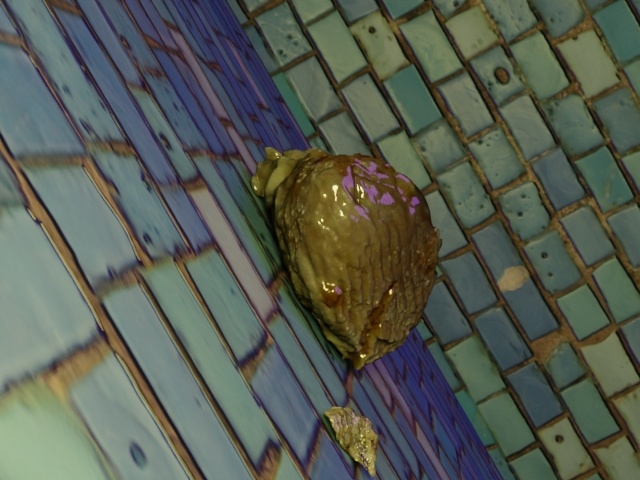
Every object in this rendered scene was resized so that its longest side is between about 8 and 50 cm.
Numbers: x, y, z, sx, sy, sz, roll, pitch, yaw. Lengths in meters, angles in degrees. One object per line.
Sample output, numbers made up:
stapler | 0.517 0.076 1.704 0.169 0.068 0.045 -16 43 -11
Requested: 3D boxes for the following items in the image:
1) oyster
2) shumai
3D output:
oyster | 0.040 0.216 1.026 0.081 0.038 0.083 65 7 23
shumai | -0.003 -0.001 1.310 0.283 0.217 0.346 27 -25 34
